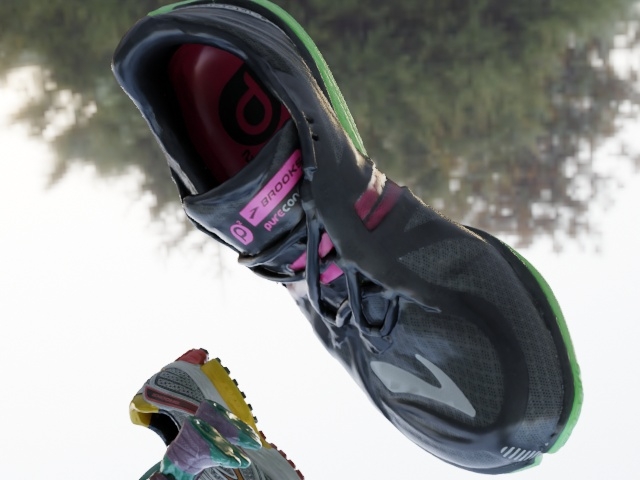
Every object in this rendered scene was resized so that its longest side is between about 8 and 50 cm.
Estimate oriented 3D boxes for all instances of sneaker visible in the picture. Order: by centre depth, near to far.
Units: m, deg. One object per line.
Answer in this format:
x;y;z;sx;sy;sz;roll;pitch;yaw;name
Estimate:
0.000;0.000;1.136;0.483;0.185;0.202;46;-156;19;sneaker
-0.080;0.203;1.233;0.092;0.088;0.225;-29;-108;-30;sneaker

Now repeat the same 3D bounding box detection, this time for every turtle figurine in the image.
-0.140;0.231;1.095;0.118;0.234;0.175;34;-173;-16;turtle figurine
